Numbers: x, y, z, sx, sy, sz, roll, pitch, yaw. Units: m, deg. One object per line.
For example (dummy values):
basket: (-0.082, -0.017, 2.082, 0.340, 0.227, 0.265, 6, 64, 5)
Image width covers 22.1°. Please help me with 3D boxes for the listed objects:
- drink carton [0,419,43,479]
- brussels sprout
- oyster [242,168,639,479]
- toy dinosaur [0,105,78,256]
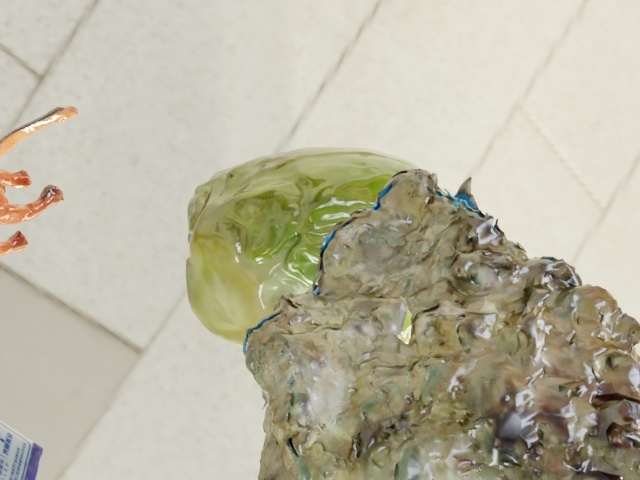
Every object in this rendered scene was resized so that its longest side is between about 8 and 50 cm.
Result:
drink carton: (-0.356, 0.125, 1.125, 0.315, 0.106, 0.130, 38, 115, -20)
brussels sprout: (0.000, 0.000, 1.256, 0.223, 0.223, 0.161, -9, 122, -46)
oyster: (0.062, 0.068, 0.809, 0.259, 0.198, 0.092, -87, 167, -50)
toy dinosaur: (-0.236, -0.028, 1.174, 0.101, 0.055, 0.279, -18, 161, -50)
